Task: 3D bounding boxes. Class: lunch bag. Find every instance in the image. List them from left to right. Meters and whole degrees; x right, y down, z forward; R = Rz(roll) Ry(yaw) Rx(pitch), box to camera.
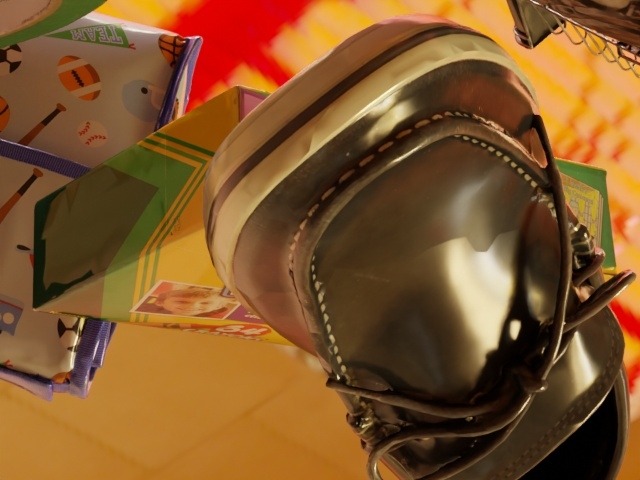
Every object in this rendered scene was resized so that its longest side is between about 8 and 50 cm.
[{"bbox_3d":[-0.316,-0.053,1.789,0.328,0.239,0.385,17,-125,0],"label":"lunch bag"}]

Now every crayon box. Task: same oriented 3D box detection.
[{"bbox_3d":[0.000,0.000,1.519,0.363,0.313,0.106,10,-109,-34],"label":"crayon box"}]

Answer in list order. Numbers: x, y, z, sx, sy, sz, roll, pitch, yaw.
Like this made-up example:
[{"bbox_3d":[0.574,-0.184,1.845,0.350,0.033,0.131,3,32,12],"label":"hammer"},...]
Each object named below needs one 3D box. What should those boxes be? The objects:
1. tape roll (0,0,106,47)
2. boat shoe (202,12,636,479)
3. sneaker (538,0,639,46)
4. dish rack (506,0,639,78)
[{"bbox_3d":[-0.318,-0.196,1.412,0.321,0.321,0.077,-4,-99,-56],"label":"tape roll"},{"bbox_3d":[0.078,0.042,1.000,0.156,0.187,0.500,51,176,27],"label":"boat shoe"},{"bbox_3d":[0.098,-0.292,0.962,0.410,0.158,0.182,47,-109,-19],"label":"sneaker"},{"bbox_3d":[0.297,-0.226,1.629,0.074,0.208,0.271,55,171,-35],"label":"dish rack"}]
